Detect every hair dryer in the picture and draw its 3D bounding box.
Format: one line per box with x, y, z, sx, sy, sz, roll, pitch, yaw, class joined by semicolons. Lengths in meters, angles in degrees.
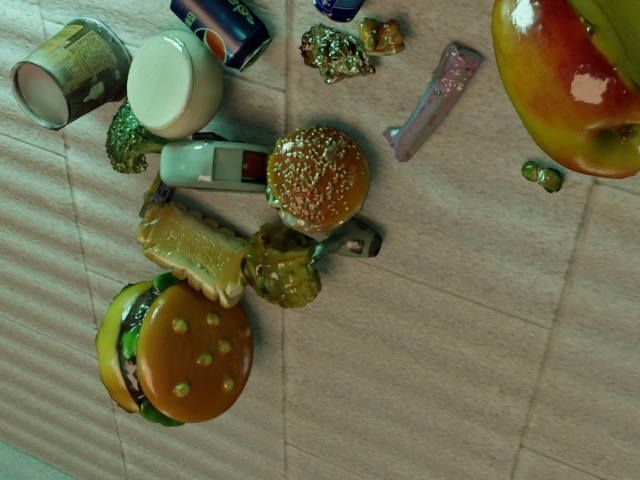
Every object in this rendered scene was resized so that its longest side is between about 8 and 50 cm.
-0.020;-0.014;2.006;0.229;0.267;0.092;25;110;34;hair dryer

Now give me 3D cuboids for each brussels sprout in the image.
0.420;-0.122;1.749;0.083;0.046;0.051;23;176;17;brussels sprout

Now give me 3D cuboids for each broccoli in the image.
-0.400;-0.238;2.146;0.194;0.194;0.219;36;113;4;broccoli

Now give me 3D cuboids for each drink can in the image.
0.073;-0.504;1.638;0.097;0.097;0.235;39;136;1;drink can
-0.200;-0.443;1.856;0.205;0.118;0.118;43;137;-5;drink can

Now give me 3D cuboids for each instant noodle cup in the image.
-0.572;-0.373;2.101;0.217;0.207;0.217;18;131;22;instant noodle cup

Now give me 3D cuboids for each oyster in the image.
0.033;-0.359;1.817;0.177;0.056;0.105;29;128;18;oyster

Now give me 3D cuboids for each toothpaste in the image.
-0.411;-0.121;2.314;0.070;0.044;0.193;37;136;2;toothpaste

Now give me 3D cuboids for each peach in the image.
0.396;-0.295;1.446;0.306;0.380;0.242;27;141;-25;peach

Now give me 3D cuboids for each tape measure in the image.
-0.207;-0.168;2.022;0.243;0.246;0.125;3;89;35;tape measure

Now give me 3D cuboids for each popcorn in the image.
-0.084;0.055;2.147;0.218;0.169;0.189;30;132;36;popcorn

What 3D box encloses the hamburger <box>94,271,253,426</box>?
-0.355;0.293;2.372;0.277;0.396;0.395;-2;123;41;hamburger

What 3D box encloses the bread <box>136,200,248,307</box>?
-0.303;0.024;2.275;0.311;0.173;0.121;33;172;5;bread

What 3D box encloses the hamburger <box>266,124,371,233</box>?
-0.003;-0.129;1.927;0.237;0.147;0.237;2;100;11;hamburger

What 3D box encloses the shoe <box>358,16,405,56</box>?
0.117;-0.384;1.725;0.109;0.072;0.069;-127;18;-62;shoe

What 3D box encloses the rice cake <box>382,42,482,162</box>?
0.209;-0.262;1.775;0.081;0.051;0.290;38;136;1;rice cake

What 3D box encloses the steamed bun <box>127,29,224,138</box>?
-0.298;-0.332;1.978;0.232;0.145;0.232;0;90;39;steamed bun
